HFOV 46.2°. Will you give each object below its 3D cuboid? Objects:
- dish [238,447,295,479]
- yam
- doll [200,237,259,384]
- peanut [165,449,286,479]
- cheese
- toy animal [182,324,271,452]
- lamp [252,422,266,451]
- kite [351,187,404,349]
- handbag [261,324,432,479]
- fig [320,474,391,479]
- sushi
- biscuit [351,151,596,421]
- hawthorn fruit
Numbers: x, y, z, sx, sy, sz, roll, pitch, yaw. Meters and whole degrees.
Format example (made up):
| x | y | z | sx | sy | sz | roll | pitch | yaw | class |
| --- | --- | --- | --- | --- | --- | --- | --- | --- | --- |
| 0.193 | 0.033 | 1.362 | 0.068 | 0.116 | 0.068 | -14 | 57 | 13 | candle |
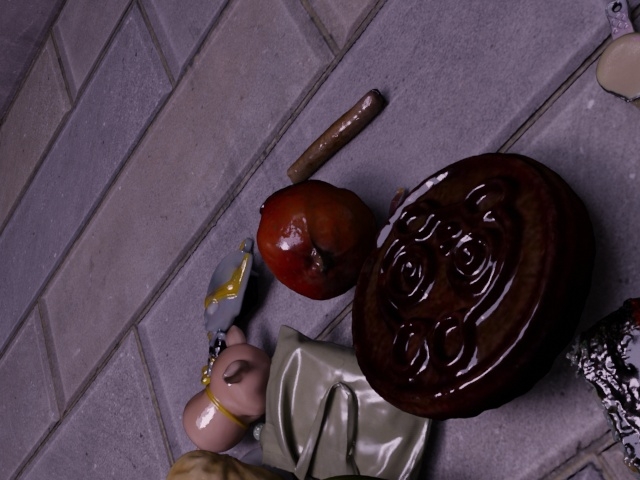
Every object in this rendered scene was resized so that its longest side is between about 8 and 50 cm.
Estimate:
| x | y | z | sx | sy | sz | roll | pitch | yaw | class |
| --- | --- | --- | --- | --- | --- | --- | --- | --- | --- |
| -0.144 | 0.523 | 1.408 | 0.260 | 0.085 | 0.260 | -18 | 66 | 50 | dish |
| 0.026 | -0.197 | 1.444 | 0.264 | 0.046 | 0.046 | -40 | 54 | 36 | yam |
| -0.191 | 0.143 | 1.562 | 0.103 | 0.145 | 0.316 | 17 | 100 | 15 | doll |
| -0.098 | 0.498 | 1.247 | 0.387 | 0.192 | 0.169 | 41 | 154 | 9 | peanut |
| 0.419 | -0.252 | 1.029 | 0.092 | 0.047 | 0.171 | -42 | 53 | 30 | cheese |
| -0.178 | 0.313 | 1.462 | 0.248 | 0.149 | 0.165 | -64 | 26 | 16 | toy animal |
| -0.087 | 0.367 | 1.410 | 0.163 | 0.091 | 0.091 | -9 | 73 | 60 | lamp |
| 0.138 | 0.089 | 1.272 | 0.204 | 0.022 | 0.360 | 8 | 88 | 46 | kite |
| 0.035 | 0.291 | 1.238 | 0.316 | 0.109 | 0.253 | 9 | 90 | 31 | handbag |
| 0.078 | 0.471 | 1.038 | 0.316 | 0.316 | 0.316 | -14 | 71 | 45 | fig |
| 0.402 | 0.184 | 0.880 | 0.126 | 0.136 | 0.225 | -51 | 53 | 35 | sushi |
| 0.192 | 0.054 | 1.074 | 0.407 | 0.091 | 0.407 | -33 | 42 | 36 | biscuit |
| 0.000 | 0.000 | 1.283 | 0.250 | 0.215 | 0.215 | -109 | 41 | -75 | hawthorn fruit |
